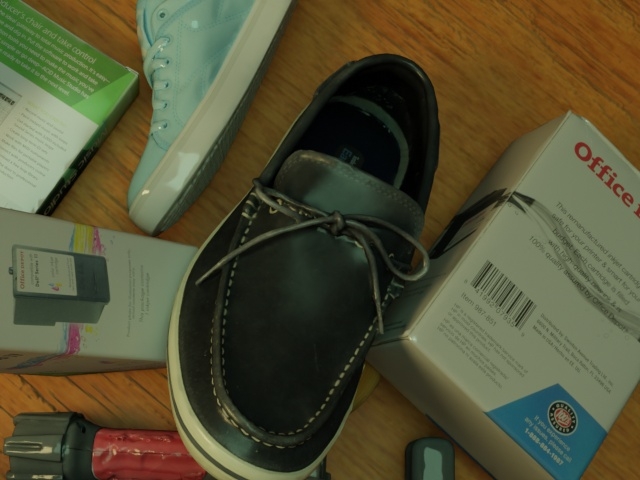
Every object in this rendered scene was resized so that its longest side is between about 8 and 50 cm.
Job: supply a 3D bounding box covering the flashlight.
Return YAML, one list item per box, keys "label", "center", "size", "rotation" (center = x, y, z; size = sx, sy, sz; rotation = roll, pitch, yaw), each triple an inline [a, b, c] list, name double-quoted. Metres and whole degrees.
- label: "flashlight"
  center: [-0.142, 0.204, 1.033]
  size: [0.304, 0.103, 0.103]
  rotation: [2, 116, 3]

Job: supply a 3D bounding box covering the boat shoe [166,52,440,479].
- label: "boat shoe"
  center: [0.000, 0.000, 1.005]
  size: [0.186, 0.156, 0.500]
  rotation: [30, 47, -7]

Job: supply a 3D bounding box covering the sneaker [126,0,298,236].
- label: "sneaker"
  center: [-0.142, -0.178, 1.147]
  size: [0.150, 0.135, 0.366]
  rotation: [24, 64, -1]

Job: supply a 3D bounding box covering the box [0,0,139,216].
- label: "box"
  center: [-0.372, -0.102, 1.132]
  size: [0.232, 0.058, 0.322]
  rotation: [33, 77, 0]

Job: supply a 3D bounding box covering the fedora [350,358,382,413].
- label: "fedora"
  center: [-0.023, 0.103, 1.122]
  size: [0.194, 0.079, 0.194]
  rotation: [1, 79, -6]

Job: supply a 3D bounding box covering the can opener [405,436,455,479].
- label: "can opener"
  center: [0.094, 0.337, 1.089]
  size: [0.093, 0.074, 0.280]
  rotation: [7, 77, -5]

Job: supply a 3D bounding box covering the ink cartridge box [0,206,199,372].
- label: "ink cartridge box"
  center: [-0.292, 0.049, 0.936]
  size: [0.207, 0.353, 0.119]
  rotation: [-9, 77, 35]

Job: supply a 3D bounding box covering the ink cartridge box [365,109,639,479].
- label: "ink cartridge box"
  center: [0.220, 0.061, 1.100]
  size: [0.223, 0.129, 0.307]
  rotation: [43, 67, -9]
